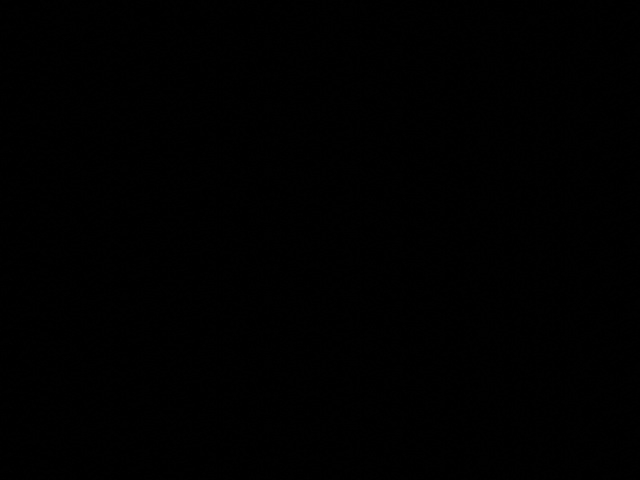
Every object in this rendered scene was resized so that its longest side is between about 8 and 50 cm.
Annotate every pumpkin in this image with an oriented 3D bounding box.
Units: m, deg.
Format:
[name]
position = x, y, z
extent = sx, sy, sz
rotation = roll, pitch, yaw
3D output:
[pumpkin]
position = -0.026, -0.011, 0.186
extent = 0.454, 0.344, 0.454
rotation = -8, 158, -3
